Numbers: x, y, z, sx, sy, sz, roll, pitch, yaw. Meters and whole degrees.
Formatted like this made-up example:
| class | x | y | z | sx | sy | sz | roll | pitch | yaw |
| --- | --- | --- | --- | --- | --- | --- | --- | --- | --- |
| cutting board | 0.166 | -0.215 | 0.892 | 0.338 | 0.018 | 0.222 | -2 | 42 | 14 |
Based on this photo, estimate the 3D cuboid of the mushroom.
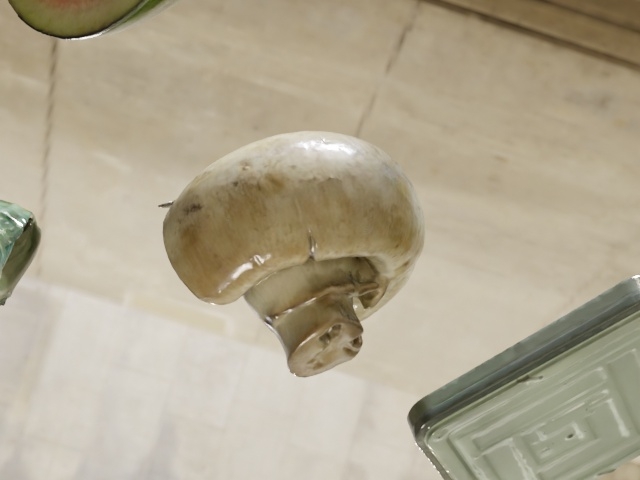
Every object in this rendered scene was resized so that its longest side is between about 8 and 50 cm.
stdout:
| class | x | y | z | sx | sy | sz | roll | pitch | yaw |
| --- | --- | --- | --- | --- | --- | --- | --- | --- | --- |
| mushroom | 0.000 | 0.000 | 1.336 | 0.189 | 0.253 | 0.195 | -42 | -125 | 31 |

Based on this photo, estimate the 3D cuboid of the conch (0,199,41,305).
| class | x | y | z | sx | sy | sz | roll | pitch | yaw |
| --- | --- | --- | --- | --- | --- | --- | --- | --- | --- |
| conch | -0.331 | 0.020 | 1.292 | 0.175 | 0.122 | 0.188 | -33 | -175 | -9 |

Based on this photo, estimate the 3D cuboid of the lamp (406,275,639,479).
| class | x | y | z | sx | sy | sz | roll | pitch | yaw |
| --- | --- | --- | --- | --- | --- | --- | --- | --- | --- |
| lamp | 0.238 | 0.170 | 1.441 | 0.269 | 0.266 | 0.047 | 54 | 8 | -51 |

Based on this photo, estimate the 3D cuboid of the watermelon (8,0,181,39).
| class | x | y | z | sx | sy | sz | roll | pitch | yaw |
| --- | --- | --- | --- | --- | --- | --- | --- | --- | --- |
| watermelon | -0.106 | -0.262 | 1.096 | 0.128 | 0.159 | 0.303 | -7 | 140 | -50 |
